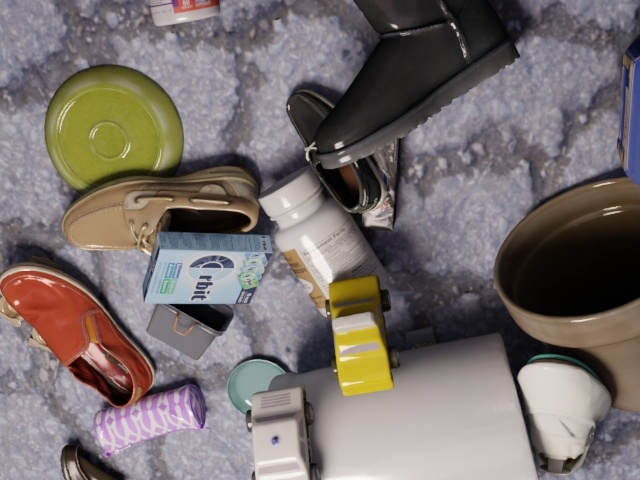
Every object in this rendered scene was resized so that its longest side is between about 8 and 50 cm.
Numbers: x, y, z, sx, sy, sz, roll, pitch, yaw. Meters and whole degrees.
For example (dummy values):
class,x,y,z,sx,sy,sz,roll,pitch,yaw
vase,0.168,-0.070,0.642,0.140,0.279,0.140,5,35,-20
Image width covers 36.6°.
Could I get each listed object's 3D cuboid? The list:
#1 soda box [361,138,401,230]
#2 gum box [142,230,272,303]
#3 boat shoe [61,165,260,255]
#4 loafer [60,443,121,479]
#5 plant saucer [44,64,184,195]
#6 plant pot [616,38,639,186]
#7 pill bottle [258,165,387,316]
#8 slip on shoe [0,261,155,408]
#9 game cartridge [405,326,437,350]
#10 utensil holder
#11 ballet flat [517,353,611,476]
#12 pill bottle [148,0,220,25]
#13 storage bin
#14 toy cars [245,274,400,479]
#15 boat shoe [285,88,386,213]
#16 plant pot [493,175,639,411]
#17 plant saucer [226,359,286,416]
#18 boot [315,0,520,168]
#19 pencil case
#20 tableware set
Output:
class,x,y,z,sx,sy,sz,roll,pitch,yaw
soda box,0.100,-0.104,1.580,0.053,0.060,0.168,5,107,8
gum box,-0.188,0.047,1.592,0.185,0.041,0.157,2,143,-20
boat shoe,-0.268,-0.037,1.592,0.341,0.110,0.121,-13,132,8
loafer,-0.403,0.460,1.805,0.078,0.080,0.220,-30,107,4
plant saucer,-0.350,-0.170,1.616,0.241,0.037,0.240,1,107,5
plant pot,0.555,-0.190,1.425,0.212,0.236,0.235,2,107,12
pill bottle,0.000,0.000,1.585,0.131,0.131,0.229,-29,102,13
slip on shoe,-0.423,0.165,1.678,0.123,0.101,0.331,-37,106,19
game cartridge,0.179,0.194,1.690,0.056,0.017,0.083,-14,105,13
utensil holder,0.144,0.338,1.580,0.386,0.327,0.327,-15,105,8
ballet flat,0.380,0.294,1.517,0.139,0.400,0.139,-6,66,13
pill bottle,-0.224,-0.434,1.483,0.108,0.108,0.193,-9,107,8
storage bin,-0.235,0.145,1.679,0.135,0.098,0.091,29,118,-4
toy cars,-0.002,0.216,1.439,0.177,0.087,0.393,30,77,23
boat shoe,0.015,-0.144,1.536,0.084,0.079,0.233,-42,76,38
plant pot,0.468,0.104,1.507,0.323,0.323,0.280,-24,121,12
plant saucer,-0.108,0.264,1.736,0.120,0.021,0.119,1,108,4
boot,0.046,-0.379,1.418,0.367,0.146,0.445,-35,106,-15
pencil case,-0.307,0.323,1.738,0.206,0.086,0.088,-19,70,12
tableware set,-0.494,0.117,1.728,0.141,0.020,0.168,38,107,-6
